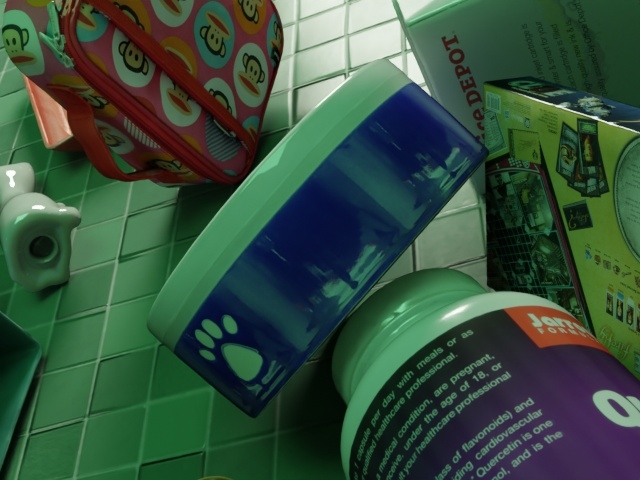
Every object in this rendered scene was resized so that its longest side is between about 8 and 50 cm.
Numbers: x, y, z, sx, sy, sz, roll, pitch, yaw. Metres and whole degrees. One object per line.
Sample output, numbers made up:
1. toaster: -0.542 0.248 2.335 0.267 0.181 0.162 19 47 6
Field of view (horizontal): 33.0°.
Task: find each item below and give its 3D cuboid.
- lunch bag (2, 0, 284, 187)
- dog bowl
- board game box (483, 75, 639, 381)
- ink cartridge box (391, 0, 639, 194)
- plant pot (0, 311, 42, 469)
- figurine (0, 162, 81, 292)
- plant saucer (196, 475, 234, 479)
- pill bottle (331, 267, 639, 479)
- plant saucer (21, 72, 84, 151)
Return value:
1. lunch bag: -0.164 -0.181 1.032 0.120 0.293 0.258 1 66 33
2. dog bowl: 0.000 0.000 0.791 0.104 0.265 0.265 41 73 4
3. board game box: 0.183 -0.010 0.719 0.042 0.165 0.243 -9 20 -17
4. ink cartridge box: 0.205 -0.211 0.920 0.270 0.198 0.197 -23 43 9
5. plant pot: -0.414 0.143 0.976 0.234 0.165 0.165 -17 43 27
6. figurine: -0.375 -0.014 1.127 0.215 0.092 0.209 -18 32 -21
7. plant saucer: -0.087 0.218 0.816 0.084 0.013 0.083 -17 44 17
8. pill bottle: 0.129 0.152 0.625 0.181 0.181 0.323 -34 42 -3
9. plant saucer: -0.229 -0.224 1.304 0.259 0.047 0.258 -32 42 0
